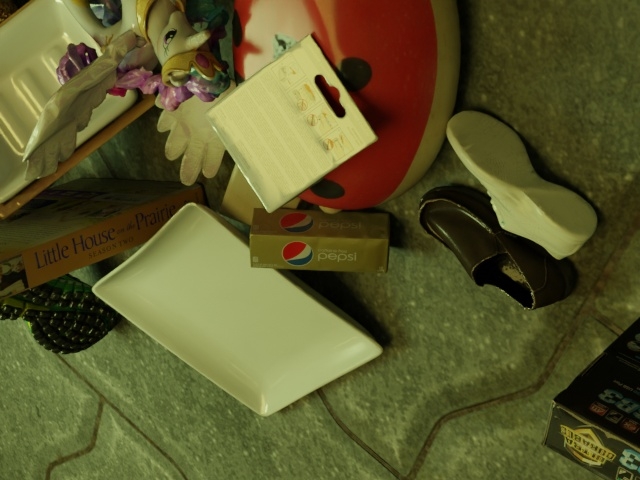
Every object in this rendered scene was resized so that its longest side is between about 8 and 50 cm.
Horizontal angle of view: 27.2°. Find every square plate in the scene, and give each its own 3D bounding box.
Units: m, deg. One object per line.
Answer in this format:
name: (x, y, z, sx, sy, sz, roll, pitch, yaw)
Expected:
square plate: (-0.123, 0.102, 1.925, 0.344, 0.049, 0.347, 39, 142, -13)

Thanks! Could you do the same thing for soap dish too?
soap dish: (-0.409, -0.206, 1.926, 0.291, 0.118, 0.229, -36, 89, 6)

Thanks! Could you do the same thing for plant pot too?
plant pot: (-0.058, -0.074, 1.784, 0.096, 0.109, 0.109, 32, 135, 9)

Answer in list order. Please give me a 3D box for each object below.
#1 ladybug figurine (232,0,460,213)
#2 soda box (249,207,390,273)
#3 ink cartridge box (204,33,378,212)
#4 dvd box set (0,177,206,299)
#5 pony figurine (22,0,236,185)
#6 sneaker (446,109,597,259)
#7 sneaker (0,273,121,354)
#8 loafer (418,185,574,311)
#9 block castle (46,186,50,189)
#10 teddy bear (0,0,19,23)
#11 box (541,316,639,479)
ladybug figurine: (0.011, -0.214, 1.573, 0.305, 0.162, 0.449, 23, 130, 32)
soda box: (0.000, 0.000, 1.729, 0.181, 0.061, 0.058, 2, 128, 2)
ink cartridge box: (-0.030, -0.136, 1.523, 0.179, 0.045, 0.145, -33, 91, 31)
dvd box set: (-0.417, -0.006, 1.926, 0.307, 0.420, 0.062, 4, 110, 42)
pony figurine: (-0.241, -0.253, 1.716, 0.363, 0.303, 0.351, 65, 146, 27)
sneaker: (0.219, -0.057, 1.547, 0.212, 0.080, 0.094, 45, 150, 10)
sneaker: (-0.462, 0.071, 2.168, 0.134, 0.343, 0.146, -43, 46, 10)
loafer: (0.201, 0.009, 1.598, 0.220, 0.078, 0.080, 33, 134, 25)
block castle: (-0.696, -0.154, 2.261, 0.453, 0.213, 0.303, -6, 111, 46)
teddy bear: (-0.571, -0.404, 2.015, 0.245, 0.113, 0.338, -12, 99, 9)
box: (0.424, 0.179, 1.329, 0.295, 0.293, 0.073, 26, 132, 29)
